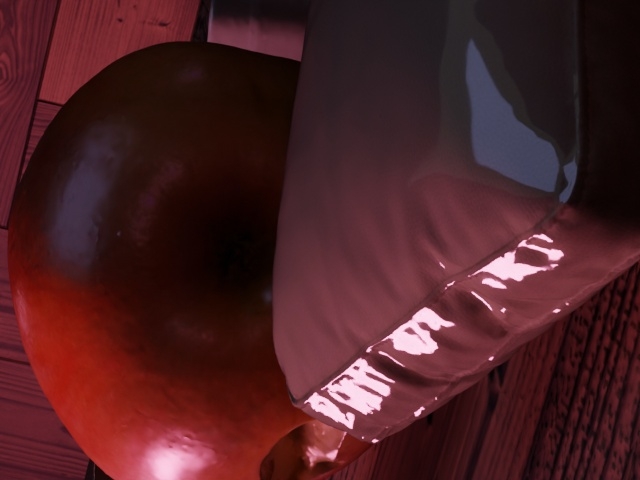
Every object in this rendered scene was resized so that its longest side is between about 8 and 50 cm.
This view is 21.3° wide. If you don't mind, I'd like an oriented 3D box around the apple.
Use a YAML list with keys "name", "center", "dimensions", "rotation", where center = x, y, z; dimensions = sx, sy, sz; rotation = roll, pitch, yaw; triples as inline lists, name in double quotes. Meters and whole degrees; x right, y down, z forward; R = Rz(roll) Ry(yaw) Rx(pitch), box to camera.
- name: "apple"
  center: [-0.052, 0.019, 0.885]
  dimensions: [0.241, 0.242, 0.242]
  rotation: [120, 161, -76]

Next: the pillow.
- name: "pillow"
  center: [0.068, -0.099, 0.683]
  dimensions: [0.255, 0.120, 0.322]
  rotation: [134, 150, -57]

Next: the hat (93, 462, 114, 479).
- name: "hat"
  center: [-0.144, 0.236, 1.445]
  dimensions: [0.081, 0.122, 0.166]
  rotation: [-17, -87, -84]

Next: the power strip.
- name: "power strip"
  center: [-0.013, -0.177, 1.302]
  dimensions: [0.229, 0.141, 0.261]
  rotation: [-79, -6, -68]
